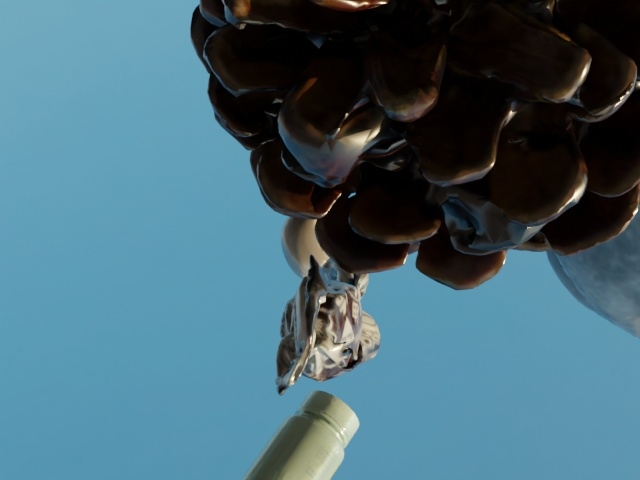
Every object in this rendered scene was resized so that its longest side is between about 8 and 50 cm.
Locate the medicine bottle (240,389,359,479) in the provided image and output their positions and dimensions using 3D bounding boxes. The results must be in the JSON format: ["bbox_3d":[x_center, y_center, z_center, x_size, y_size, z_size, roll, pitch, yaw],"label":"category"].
[{"bbox_3d":[-0.013,0.140,0.816,0.047,0.047,0.083,21,-126,27],"label":"medicine bottle"}]

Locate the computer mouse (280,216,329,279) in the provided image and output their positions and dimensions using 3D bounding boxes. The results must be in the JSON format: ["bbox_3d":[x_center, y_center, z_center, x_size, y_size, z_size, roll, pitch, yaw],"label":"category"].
[{"bbox_3d":[-0.002,0.001,1.022,0.039,0.066,0.096,-18,-176,26],"label":"computer mouse"}]

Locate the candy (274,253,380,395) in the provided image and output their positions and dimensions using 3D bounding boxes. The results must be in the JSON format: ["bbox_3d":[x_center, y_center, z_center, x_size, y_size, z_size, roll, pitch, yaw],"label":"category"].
[{"bbox_3d":[0.002,0.048,0.810,0.051,0.094,0.226,-6,-176,9],"label":"candy"}]

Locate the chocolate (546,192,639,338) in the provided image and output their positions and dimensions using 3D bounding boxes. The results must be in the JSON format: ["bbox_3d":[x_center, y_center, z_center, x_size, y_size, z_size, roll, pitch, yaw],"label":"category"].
[{"bbox_3d":[0.315,-0.015,1.121,0.303,0.213,0.303,6,-142,-5],"label":"chocolate"}]

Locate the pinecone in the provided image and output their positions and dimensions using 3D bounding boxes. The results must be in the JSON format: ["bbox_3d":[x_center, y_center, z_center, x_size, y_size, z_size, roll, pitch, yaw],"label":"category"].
[{"bbox_3d":[0.055,-0.113,0.700,0.242,0.296,0.298,-37,-106,-7],"label":"pinecone"}]
